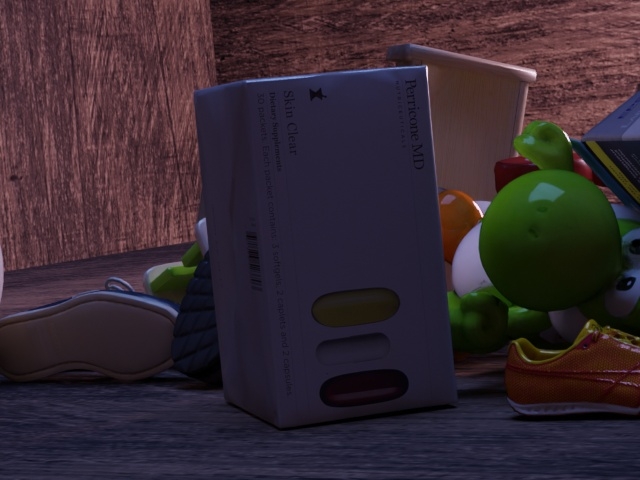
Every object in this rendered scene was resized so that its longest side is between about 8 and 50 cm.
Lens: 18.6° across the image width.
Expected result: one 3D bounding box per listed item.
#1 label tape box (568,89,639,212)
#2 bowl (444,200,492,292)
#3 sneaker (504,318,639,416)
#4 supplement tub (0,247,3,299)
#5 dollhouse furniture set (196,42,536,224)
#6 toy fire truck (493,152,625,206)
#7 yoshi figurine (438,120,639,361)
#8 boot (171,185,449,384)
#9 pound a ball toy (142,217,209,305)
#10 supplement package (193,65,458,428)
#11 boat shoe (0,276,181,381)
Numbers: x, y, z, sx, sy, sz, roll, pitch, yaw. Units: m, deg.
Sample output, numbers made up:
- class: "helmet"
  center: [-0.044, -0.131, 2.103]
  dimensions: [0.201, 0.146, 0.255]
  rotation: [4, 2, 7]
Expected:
- class: "label tape box"
  center: [0.351, -0.028, 1.527]
  dimensions: [0.115, 0.249, 0.348]
  rotation: [-45, 8, -3]
- class: "bowl"
  center: [0.127, 0.039, 1.825]
  dimensions: [0.142, 0.142, 0.053]
  rotation: [-7, 20, -29]
- class: "sneaker"
  center: [0.212, 0.088, 1.364]
  dimensions: [0.175, 0.067, 0.064]
  rotation: [-3, 2, 18]
- class: "supplement tub"
  center: [-0.472, 0.041, 1.829]
  dimensions: [0.241, 0.241, 0.331]
  rotation: [-4, 4, 19]
- class: "dollhouse furniture set"
  center: [0.086, -0.096, 2.467]
  dimensions: [0.362, 0.256, 0.394]
  rotation: [10, -2, -22]
- class: "toy fire truck"
  center: [0.322, -0.004, 1.966]
  dimensions: [0.302, 0.169, 0.254]
  rotation: [-8, 7, -29]
- class: "yoshi figurine"
  center: [0.159, 0.010, 1.593]
  dimensions: [0.203, 0.203, 0.362]
  rotation: [-14, 3, -27]
- class: "boot"
  center: [0.018, 0.039, 1.838]
  dimensions: [0.118, 0.338, 0.223]
  rotation: [3, -36, 50]
- class: "pound a ball toy"
  center: [-0.024, 0.062, 1.998]
  dimensions: [0.319, 0.136, 0.208]
  rotation: [-8, -21, -38]
- class: "supplement package"
  center: [0.000, 0.000, 1.542]
  dimensions: [0.145, 0.262, 0.204]
  rotation: [-7, 4, -15]
- class: "boat shoe"
  center: [-0.210, 0.090, 1.885]
  dimensions: [0.254, 0.095, 0.079]
  rotation: [-14, 8, 39]
